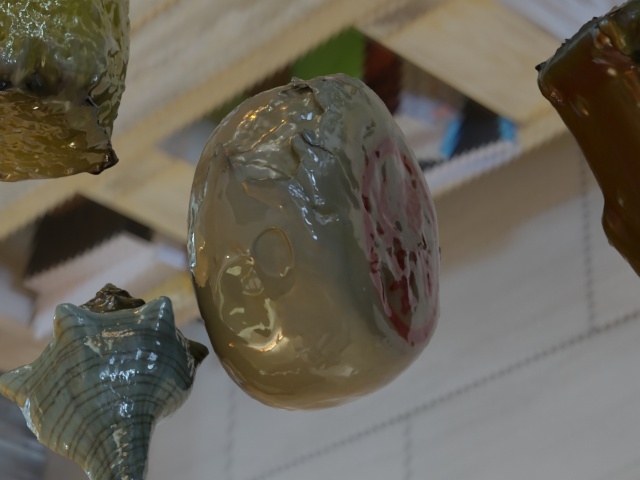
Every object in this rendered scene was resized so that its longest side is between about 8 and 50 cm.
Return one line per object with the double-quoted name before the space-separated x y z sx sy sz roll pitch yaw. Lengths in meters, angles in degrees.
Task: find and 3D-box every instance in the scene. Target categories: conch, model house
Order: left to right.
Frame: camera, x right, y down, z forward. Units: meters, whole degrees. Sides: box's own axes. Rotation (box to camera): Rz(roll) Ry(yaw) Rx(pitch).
"conch" -0.156 0.089 1.403 0.234 0.137 0.114 -65 -12 -71
"model house" 0.283 -0.065 1.317 0.173 0.268 0.239 -29 86 56

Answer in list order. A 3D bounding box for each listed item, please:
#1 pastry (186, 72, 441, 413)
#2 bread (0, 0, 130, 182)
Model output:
"pastry" -0.001 0.000 1.469 0.133 0.265 0.265 -12 57 25
"bread" -0.196 -0.132 1.174 0.197 0.197 0.170 -26 65 41
